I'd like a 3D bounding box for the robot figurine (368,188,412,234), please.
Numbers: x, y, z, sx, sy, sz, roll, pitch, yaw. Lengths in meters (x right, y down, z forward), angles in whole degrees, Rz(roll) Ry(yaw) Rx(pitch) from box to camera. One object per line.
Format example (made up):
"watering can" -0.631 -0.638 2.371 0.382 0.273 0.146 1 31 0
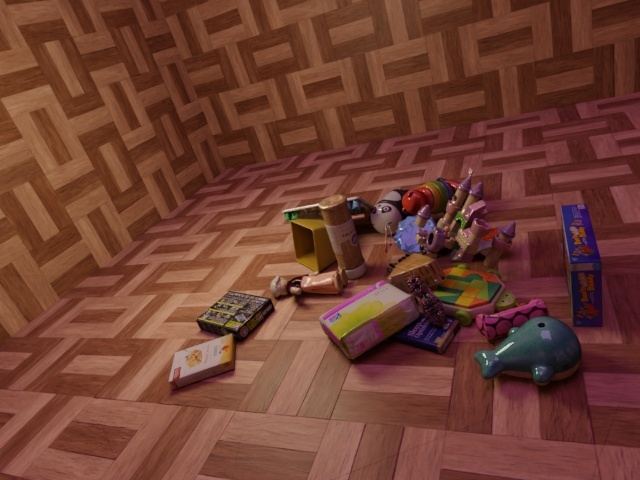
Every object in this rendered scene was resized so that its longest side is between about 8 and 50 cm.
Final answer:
"robot figurine" 0.357 -0.146 2.224 0.173 0.209 0.278 36 48 13

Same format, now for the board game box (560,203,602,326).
"board game box" 0.814 0.067 1.432 0.078 0.234 0.347 -5 28 26

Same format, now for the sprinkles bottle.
"sprinkles bottle" 0.097 -0.011 1.921 0.121 0.356 0.121 -15 26 8

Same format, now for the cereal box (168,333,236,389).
"cereal box" -0.439 0.450 1.717 0.240 0.047 0.173 -19 25 -1

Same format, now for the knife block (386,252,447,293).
"knife block" 0.367 0.101 1.727 0.275 0.088 0.242 -26 11 40

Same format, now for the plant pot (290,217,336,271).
"plant pot" 0.000 0.000 2.163 0.187 0.212 0.212 -19 23 -28

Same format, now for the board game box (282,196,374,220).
"board game box" 0.060 -0.131 2.304 0.389 0.051 0.390 -9 -8 19

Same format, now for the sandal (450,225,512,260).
"sandal" 0.648 0.029 1.812 0.265 0.076 0.102 -27 29 33

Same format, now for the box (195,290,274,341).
"box" -0.360 0.311 1.928 0.270 0.060 0.216 3 34 39

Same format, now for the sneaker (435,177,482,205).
"sneaker" 0.675 -0.230 2.293 0.139 0.125 0.341 6 19 -14

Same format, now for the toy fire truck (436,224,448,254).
"toy fire truck" 0.520 -0.058 2.009 0.217 0.159 0.246 13 22 42

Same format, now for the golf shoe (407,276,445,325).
"golf shoe" 0.363 0.204 1.526 0.067 0.086 0.186 -35 61 12

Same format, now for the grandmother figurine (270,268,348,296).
"grandmother figurine" -0.067 0.189 1.946 0.342 0.104 0.207 -9 2 26

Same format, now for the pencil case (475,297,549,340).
"pencil case" 0.589 0.238 1.400 0.209 0.098 0.095 -18 25 -1

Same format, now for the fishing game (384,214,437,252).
"fishing game" 0.394 -0.025 1.892 0.263 0.041 0.189 -10 56 21

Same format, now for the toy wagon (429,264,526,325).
"toy wagon" 0.529 0.185 1.579 0.344 0.068 0.267 8 36 43

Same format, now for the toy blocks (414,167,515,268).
"toy blocks" 0.521 -0.094 1.654 0.308 0.260 0.289 10 32 -14

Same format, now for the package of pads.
"package of pads" 0.166 0.264 1.580 0.296 0.101 0.229 -29 18 -12

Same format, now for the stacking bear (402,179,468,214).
"stacking bear" 0.497 -0.187 2.084 0.288 0.175 0.164 -12 48 -32

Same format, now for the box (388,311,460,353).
"box" 0.332 0.297 1.526 0.225 0.037 0.136 5 34 42

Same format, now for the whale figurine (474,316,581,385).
"whale figurine" 0.562 0.296 1.251 0.271 0.141 0.216 -15 26 9
